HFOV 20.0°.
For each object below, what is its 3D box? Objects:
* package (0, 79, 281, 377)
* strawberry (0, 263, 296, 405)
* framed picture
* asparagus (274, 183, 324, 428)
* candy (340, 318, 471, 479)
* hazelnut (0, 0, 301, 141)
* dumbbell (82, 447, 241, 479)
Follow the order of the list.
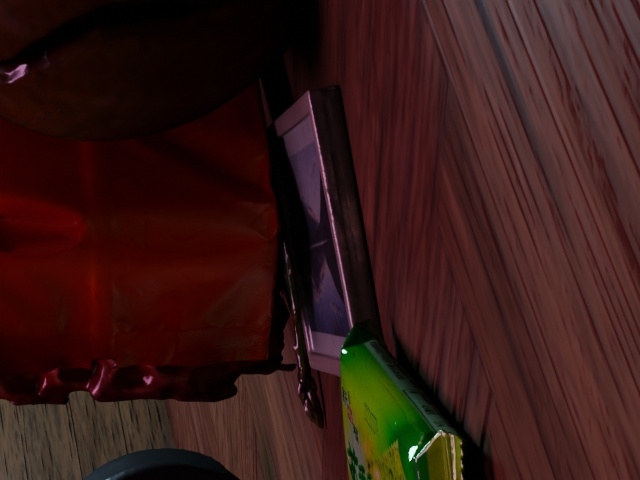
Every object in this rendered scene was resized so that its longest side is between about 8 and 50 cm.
[{"bbox_3d":[-0.140,-0.113,1.122,0.123,0.196,0.424,103,163,-56],"label":"package"},{"bbox_3d":[-0.161,-0.012,1.228,0.253,0.280,0.150,-96,4,-58],"label":"strawberry"},{"bbox_3d":[0.000,0.000,0.987,0.203,0.015,0.150,172,88,-82],"label":"framed picture"},{"bbox_3d":[-0.015,0.042,1.132,0.016,0.016,0.163,20,120,59],"label":"asparagus"},{"bbox_3d":[0.039,0.104,0.786,0.178,0.032,0.102,-127,29,-73],"label":"candy"},{"bbox_3d":[-0.120,-0.166,0.958,0.218,0.218,0.234,113,144,-75],"label":"hazelnut"},{"bbox_3d":[-0.113,0.294,1.441,0.322,0.203,0.204,-149,50,-79],"label":"dumbbell"}]
